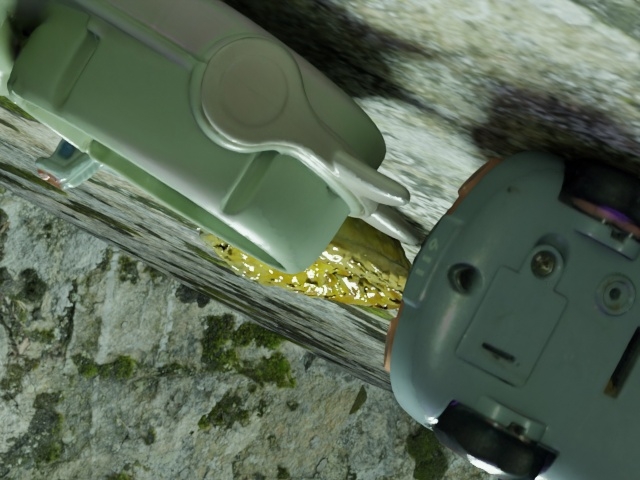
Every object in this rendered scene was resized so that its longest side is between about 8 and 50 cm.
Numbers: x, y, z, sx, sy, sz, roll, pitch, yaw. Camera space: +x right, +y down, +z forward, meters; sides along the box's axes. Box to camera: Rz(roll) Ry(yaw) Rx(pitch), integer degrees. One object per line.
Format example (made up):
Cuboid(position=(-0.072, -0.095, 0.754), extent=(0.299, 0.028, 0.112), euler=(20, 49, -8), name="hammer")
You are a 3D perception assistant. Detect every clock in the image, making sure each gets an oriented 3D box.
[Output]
Cuboid(position=(-0.085, -0.080, 0.888), extent=(0.324, 0.109, 0.265), euler=(31, 173, 13), name="clock")

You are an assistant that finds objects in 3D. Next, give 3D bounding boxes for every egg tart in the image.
Cuboid(position=(0.000, 0.000, 1.354), extent=(0.252, 0.098, 0.232), euler=(25, 167, -30), name="egg tart")

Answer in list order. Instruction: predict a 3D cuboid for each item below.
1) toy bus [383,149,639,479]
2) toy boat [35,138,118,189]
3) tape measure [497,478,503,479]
Cuboid(position=(0.175, 0.061, 0.908), extent=(0.287, 0.194, 0.232), euler=(26, -175, -14), name="toy bus")
Cuboid(position=(-0.158, -0.077, 1.228), extent=(0.262, 0.115, 0.114), euler=(25, 173, 2), name="toy boat")
Cuboid(position=(0.305, 0.216, 1.715), extent=(0.097, 0.215, 0.351), euler=(24, 129, 3), name="tape measure")
